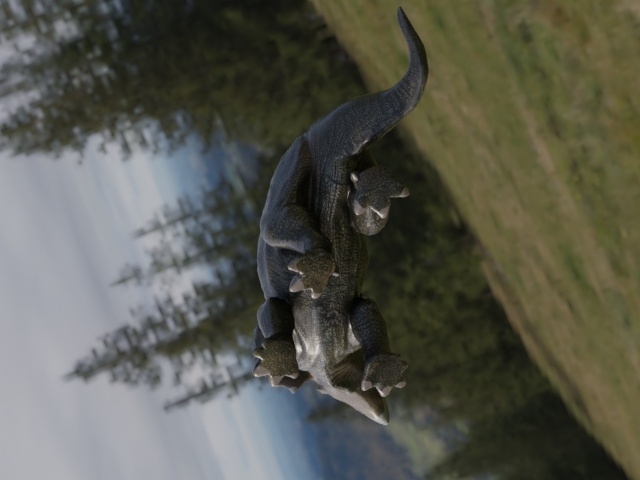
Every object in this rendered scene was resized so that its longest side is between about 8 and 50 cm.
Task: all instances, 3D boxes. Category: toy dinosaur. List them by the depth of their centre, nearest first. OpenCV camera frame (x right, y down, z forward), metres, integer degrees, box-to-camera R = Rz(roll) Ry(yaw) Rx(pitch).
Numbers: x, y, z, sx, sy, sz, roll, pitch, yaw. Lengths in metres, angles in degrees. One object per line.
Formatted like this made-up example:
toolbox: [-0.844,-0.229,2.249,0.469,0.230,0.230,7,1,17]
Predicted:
toy dinosaur: [0.000,0.000,0.930,0.160,0.121,0.313,-121,28,-63]
